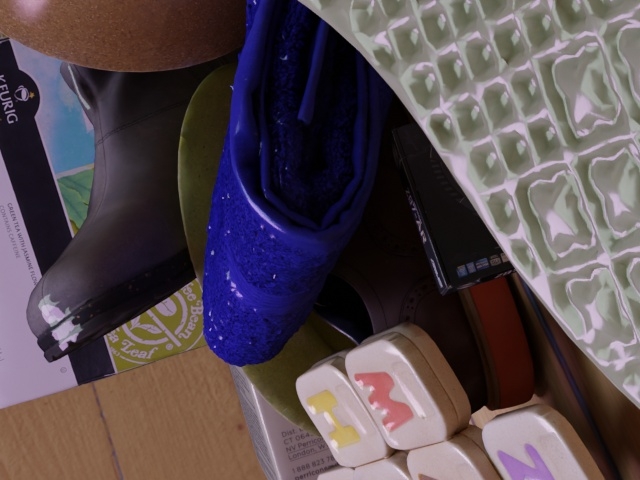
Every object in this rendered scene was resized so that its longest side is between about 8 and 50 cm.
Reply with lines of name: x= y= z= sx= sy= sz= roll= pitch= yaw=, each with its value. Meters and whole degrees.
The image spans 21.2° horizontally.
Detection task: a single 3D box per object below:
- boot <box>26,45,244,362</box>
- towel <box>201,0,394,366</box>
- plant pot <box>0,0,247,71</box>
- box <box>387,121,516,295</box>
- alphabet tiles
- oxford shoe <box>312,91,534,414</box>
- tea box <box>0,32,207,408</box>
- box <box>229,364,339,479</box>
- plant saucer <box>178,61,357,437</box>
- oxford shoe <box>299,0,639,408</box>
boot: x=-0.134 y=-0.086 z=1.049 sx=0.223 sy=0.118 sz=0.338 roll=55 pitch=-150 yaw=-12
towel: x=-0.011 y=-0.073 z=0.794 sx=0.308 sy=0.076 sz=0.228 roll=115 pitch=172 yaw=-74
plant pot: x=-0.095 y=-0.262 z=0.935 sx=0.254 sy=0.237 sz=0.237 roll=113 pitch=140 yaw=-57
box: x=0.076 y=-0.023 z=0.666 sx=0.018 sy=0.083 sz=0.067 roll=111 pitch=142 yaw=-78
alphabet tiles: x=0.087 y=0.174 z=0.846 sx=0.284 sy=0.021 sz=0.278 roll=58 pitch=155 yaw=-1
oxford shoe: x=0.026 y=-0.016 z=0.960 sx=0.097 sy=0.098 sz=0.271 roll=82 pitch=168 yaw=-53
tea box: x=-0.195 y=-0.077 z=1.521 sx=0.220 sy=0.323 sz=0.329 roll=-122 pitch=15 yaw=-62
box: x=-0.008 y=0.060 z=1.261 sx=0.148 sy=0.126 sz=0.232 roll=-140 pitch=34 yaw=-76
plant saucer: x=0.000 y=0.000 z=1.040 sx=0.241 sy=0.037 sz=0.241 roll=37 pitch=-136 yaw=-46
oxford shoe: x=0.077 y=-0.082 z=0.412 sx=0.449 sy=0.130 sz=0.169 roll=46 pitch=138 yaw=38
